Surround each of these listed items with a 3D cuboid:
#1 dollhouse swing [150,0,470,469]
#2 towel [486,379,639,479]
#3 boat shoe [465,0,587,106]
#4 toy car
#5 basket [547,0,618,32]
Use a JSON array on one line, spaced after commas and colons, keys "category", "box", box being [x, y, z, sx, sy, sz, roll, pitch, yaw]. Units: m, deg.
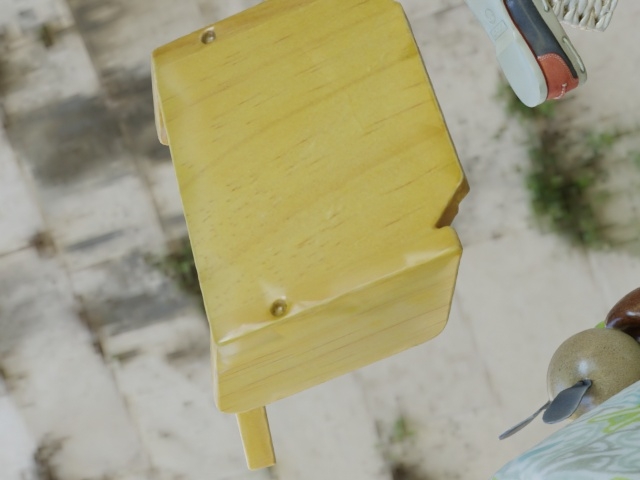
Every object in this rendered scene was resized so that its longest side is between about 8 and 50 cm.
[{"category": "dollhouse swing", "box": [0.000, 0.000, 1.592, 0.305, 0.315, 0.346, 58, -167, -52]}, {"category": "towel", "box": [0.324, 0.125, 0.979, 0.320, 0.374, 0.090, -21, -74, -34]}, {"category": "boat shoe", "box": [0.124, -0.152, 1.068, 0.043, 0.049, 0.137, -24, -94, -20]}, {"category": "toy car", "box": [0.242, 0.126, 1.369, 0.188, 0.155, 0.149, -20, -99, -27]}, {"category": "basket", "box": [0.215, -0.260, 1.549, 0.167, 0.103, 0.113, -116, 45, -74]}]
